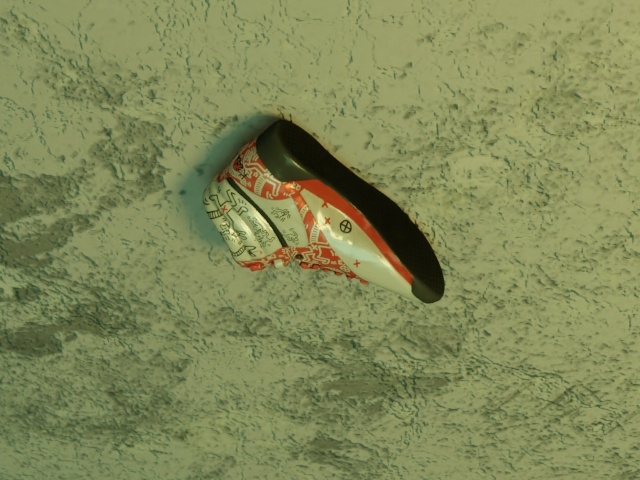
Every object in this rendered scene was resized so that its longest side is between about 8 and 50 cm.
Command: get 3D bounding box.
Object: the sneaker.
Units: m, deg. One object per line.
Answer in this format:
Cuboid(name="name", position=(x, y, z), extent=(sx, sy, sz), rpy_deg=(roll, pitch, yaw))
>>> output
Cuboid(name="sneaker", position=(0.000, -0.001, 1.300), extent=(0.270, 0.090, 0.145), rpy_deg=(41, 122, -21))
